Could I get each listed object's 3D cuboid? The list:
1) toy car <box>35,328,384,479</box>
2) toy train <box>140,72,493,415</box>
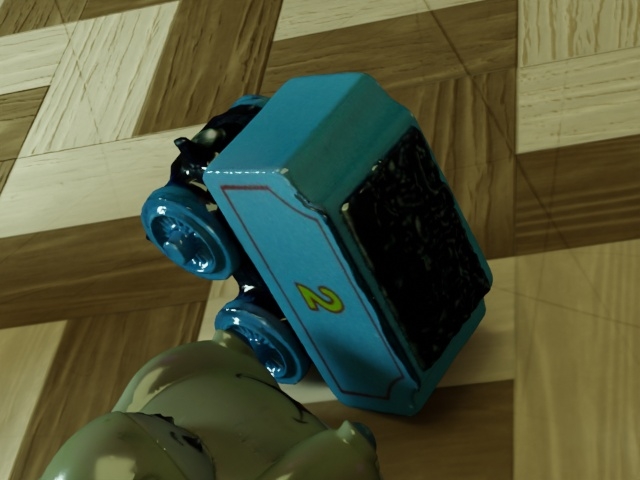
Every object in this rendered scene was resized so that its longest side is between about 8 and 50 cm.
[{"bbox_3d":[-0.139,0.214,1.098,0.336,0.226,0.242,-38,41,-19],"label":"toy car"},{"bbox_3d":[0.000,0.000,1.230,0.265,0.300,0.188,3,44,44],"label":"toy train"}]
